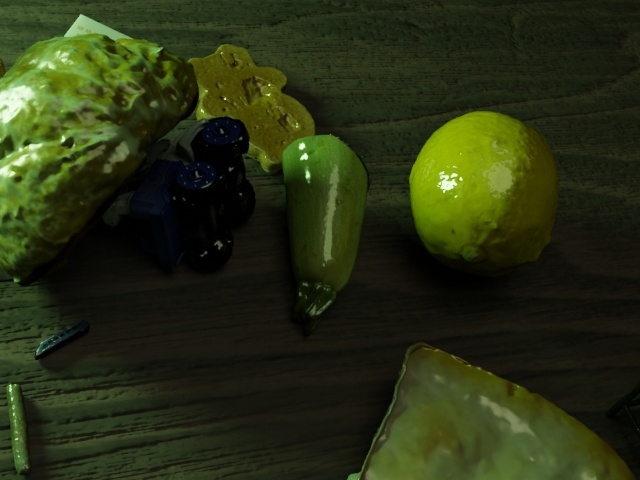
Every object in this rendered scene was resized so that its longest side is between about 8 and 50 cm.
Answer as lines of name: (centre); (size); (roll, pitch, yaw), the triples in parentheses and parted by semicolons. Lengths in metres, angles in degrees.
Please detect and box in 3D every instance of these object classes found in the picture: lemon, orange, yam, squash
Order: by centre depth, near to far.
yam: (-0.354, 0.222, 1.304); (0.021, 0.021, 0.116); (-1, 54, -25)
orange: (-0.318, -0.140, 1.408); (0.210, 0.270, 0.369); (52, 47, -23)
squash: (0.016, -0.003, 1.588); (0.137, 0.137, 0.288); (7, 58, -19)
lemon: (0.246, -0.072, 1.666); (0.233, 0.233, 0.288); (23, 40, -6)

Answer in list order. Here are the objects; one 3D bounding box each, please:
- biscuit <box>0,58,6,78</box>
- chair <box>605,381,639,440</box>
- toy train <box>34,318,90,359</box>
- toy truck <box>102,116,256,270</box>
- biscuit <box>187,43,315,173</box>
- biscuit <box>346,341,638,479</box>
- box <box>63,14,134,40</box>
biscuit: (-0.581, -0.156, 1.455); (0.275, 0.052, 0.355); (23, 54, 10)
chair: (0.543, 0.218, 1.545); (0.154, 0.260, 0.141); (-7, 58, -28)
toy train: (-0.328, 0.124, 1.394); (0.083, 0.017, 0.017); (-31, 68, -38)
toy truck: (-0.194, -0.072, 1.540); (0.176, 0.161, 0.213); (10, 46, 14)
biscuit: (-0.106, -0.206, 1.741); (0.249, 0.035, 0.184); (44, 50, 12)
biscuit: (0.217, 0.362, 1.394); (0.446, 0.104, 0.429); (22, 49, -3)
box: (-0.354, -0.246, 1.665); (0.122, 0.032, 0.220); (26, 47, -4)
